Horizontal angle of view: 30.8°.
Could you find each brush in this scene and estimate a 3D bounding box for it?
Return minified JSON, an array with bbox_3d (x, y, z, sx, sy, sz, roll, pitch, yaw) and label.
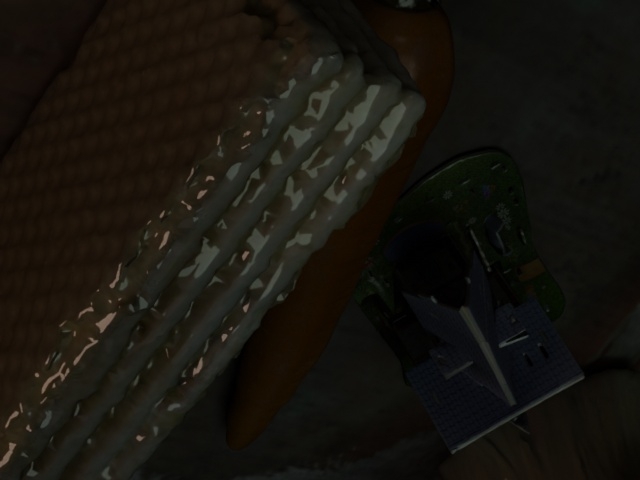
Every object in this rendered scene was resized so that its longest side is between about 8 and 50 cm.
[{"bbox_3d":[0.132,0.206,0.745,0.267,0.166,0.174,-16,135,-13],"label":"brush"}]

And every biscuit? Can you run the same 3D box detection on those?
[{"bbox_3d":[-0.126,0.060,0.504,0.079,0.144,0.426,21,118,-39],"label":"biscuit"}]

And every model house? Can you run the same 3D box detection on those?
[{"bbox_3d":[0.090,0.047,0.637,0.117,0.088,0.167,-29,135,0],"label":"model house"}]

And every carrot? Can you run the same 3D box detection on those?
[{"bbox_3d":[0.000,0.000,0.570,0.069,0.069,0.336,-3,133,-25],"label":"carrot"}]
